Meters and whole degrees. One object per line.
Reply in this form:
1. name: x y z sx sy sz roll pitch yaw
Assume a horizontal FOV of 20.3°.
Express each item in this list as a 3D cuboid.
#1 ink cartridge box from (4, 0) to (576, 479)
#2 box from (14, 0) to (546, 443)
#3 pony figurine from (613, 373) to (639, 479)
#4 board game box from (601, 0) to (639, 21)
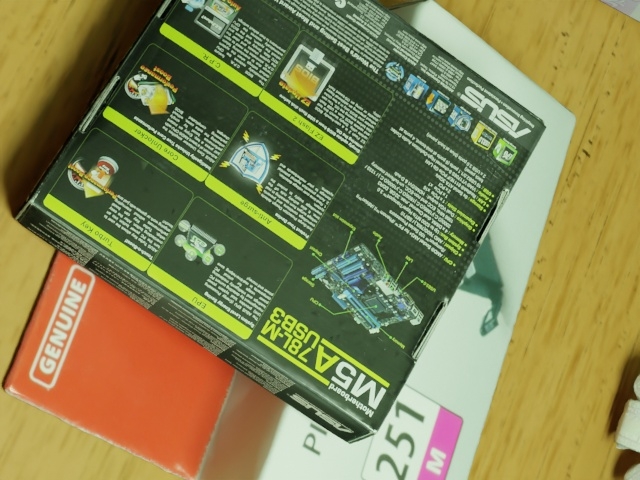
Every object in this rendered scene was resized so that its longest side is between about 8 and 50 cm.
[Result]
1. ink cartridge box: 0.000 0.000 0.885 0.239 0.060 0.275 33 67 -35
2. box: -0.013 -0.032 0.835 0.191 0.045 0.184 34 71 -10
3. pony figurine: 0.297 0.261 0.973 0.363 0.351 0.303 51 58 -49
4. board game box: 0.238 -0.286 1.098 0.319 0.066 0.318 21 74 -37
